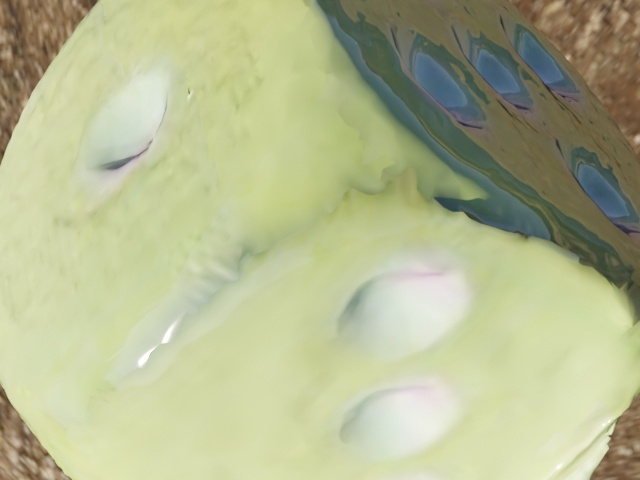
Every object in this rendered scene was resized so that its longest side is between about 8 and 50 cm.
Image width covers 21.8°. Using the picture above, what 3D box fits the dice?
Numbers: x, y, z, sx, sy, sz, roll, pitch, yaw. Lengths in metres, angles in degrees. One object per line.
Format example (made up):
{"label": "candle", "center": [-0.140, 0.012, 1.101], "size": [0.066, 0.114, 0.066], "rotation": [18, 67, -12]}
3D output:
{"label": "dice", "center": [0.000, 0.000, 0.809], "size": [0.250, 0.252, 0.254], "rotation": [29, 30, -32]}
